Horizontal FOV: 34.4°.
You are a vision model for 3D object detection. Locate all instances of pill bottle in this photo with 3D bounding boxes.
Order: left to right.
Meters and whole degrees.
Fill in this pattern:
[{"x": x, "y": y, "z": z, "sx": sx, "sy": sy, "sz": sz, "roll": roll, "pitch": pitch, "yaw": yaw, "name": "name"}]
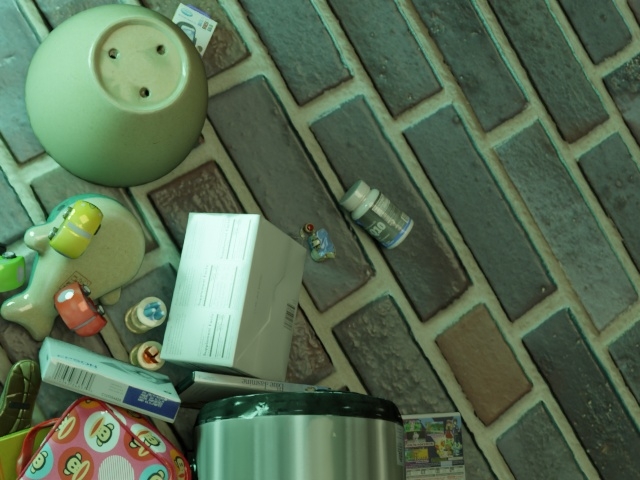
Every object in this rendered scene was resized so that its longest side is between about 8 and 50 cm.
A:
[{"x": 0.110, "y": -0.052, "z": 2.042, "sx": 0.137, "sy": 0.078, "sz": 0.078, "roll": 40, "pitch": 67, "yaw": -11, "name": "pill bottle"}]

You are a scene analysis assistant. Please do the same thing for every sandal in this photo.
[{"x": -0.513, "y": 0.280, "z": 1.712, "sx": 0.072, "sy": 0.049, "sz": 0.180, "roll": 19, "pitch": 90, "yaw": -33, "name": "sandal"}]

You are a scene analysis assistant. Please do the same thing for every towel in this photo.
[{"x": -0.498, "y": 0.360, "z": 1.705, "sx": 0.237, "sy": 0.021, "sz": 0.102, "roll": -15, "pitch": 117, "yaw": -26, "name": "towel"}]

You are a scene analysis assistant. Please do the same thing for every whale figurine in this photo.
[{"x": -0.431, "y": 0.039, "z": 1.770, "sx": 0.272, "sy": 0.141, "sz": 0.216, "roll": -49, "pitch": 129, "yaw": -2, "name": "whale figurine"}]

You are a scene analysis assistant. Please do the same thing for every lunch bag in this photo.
[{"x": -0.378, "y": 0.397, "z": 1.641, "sx": 0.258, "sy": 0.120, "sz": 0.293, "roll": 39, "pitch": 93, "yaw": 18, "name": "lunch bag"}]

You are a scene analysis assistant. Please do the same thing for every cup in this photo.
[{"x": -0.334, "y": -0.273, "z": 1.790, "sx": 0.331, "sy": 0.237, "sz": 0.331, "roll": 2, "pitch": 83, "yaw": -20, "name": "cup"}]

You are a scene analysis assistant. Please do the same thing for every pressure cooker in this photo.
[{"x": -0.034, "y": 0.474, "z": 1.691, "sx": 0.370, "sy": 0.375, "sz": 0.420, "roll": 12, "pitch": 69, "yaw": -37, "name": "pressure cooker"}]

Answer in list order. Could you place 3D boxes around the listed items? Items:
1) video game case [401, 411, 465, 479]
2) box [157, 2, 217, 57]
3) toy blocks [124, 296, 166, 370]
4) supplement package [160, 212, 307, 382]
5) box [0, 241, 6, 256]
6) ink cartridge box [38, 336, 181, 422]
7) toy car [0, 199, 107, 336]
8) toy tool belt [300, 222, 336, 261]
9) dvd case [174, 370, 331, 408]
[{"x": 0.188, "y": 0.431, "z": 2.009, "sx": 0.201, "sy": 0.023, "sz": 0.183, "roll": 1, "pitch": 79, "yaw": -22, "name": "video game case"}, {"x": -0.255, "y": -0.390, "z": 1.980, "sx": 0.081, "sy": 0.028, "sz": 0.136, "roll": 26, "pitch": 72, "yaw": -16, "name": "box"}, {"x": -0.293, "y": 0.162, "z": 1.782, "sx": 0.054, "sy": 0.148, "sz": 0.123, "roll": -6, "pitch": 81, "yaw": -24, "name": "toy blocks"}, {"x": -0.146, "y": 0.107, "z": 1.809, "sx": 0.204, "sy": 0.145, "sz": 0.262, "roll": 38, "pitch": 58, "yaw": -60, "name": "supplement package"}, {"x": -0.653, "y": 0.116, "z": 1.613, "sx": 0.293, "sy": 0.073, "sz": 0.296, "roll": 21, "pitch": 69, "yaw": -48, "name": "box"}, {"x": -0.352, "y": 0.220, "z": 1.702, "sx": 0.223, "sy": 0.224, "sz": 0.045, "roll": 22, "pitch": 89, "yaw": -19, "name": "ink cartridge box"}, {"x": -0.459, "y": 0.056, "z": 1.658, "sx": 0.225, "sy": 0.053, "sz": 0.239, "roll": -1, "pitch": 110, "yaw": -10, "name": "toy car"}, {"x": 0.000, "y": 0.000, "z": 1.997, "sx": 0.052, "sy": 0.051, "sz": 0.083, "roll": -28, "pitch": 91, "yaw": -26, "name": "toy tool belt"}, {"x": -0.130, "y": 0.275, "z": 1.813, "sx": 0.253, "sy": 0.180, "sz": 0.022, "roll": 10, "pitch": 65, "yaw": -22, "name": "dvd case"}]
